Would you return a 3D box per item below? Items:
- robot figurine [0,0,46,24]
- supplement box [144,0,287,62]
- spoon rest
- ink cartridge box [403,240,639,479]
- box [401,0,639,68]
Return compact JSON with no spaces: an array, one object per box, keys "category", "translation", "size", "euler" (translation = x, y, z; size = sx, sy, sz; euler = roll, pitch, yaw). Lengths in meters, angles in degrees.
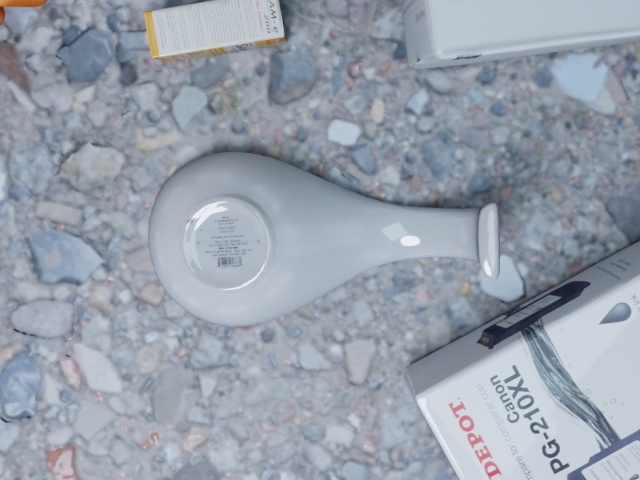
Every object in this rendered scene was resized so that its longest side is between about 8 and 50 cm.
[{"category":"robot figurine","translation":[-0.274,-0.259,0.755],"size":[0.128,0.158,0.219],"euler":[-27,97,-35]},{"category":"supplement box","translation":[-0.076,-0.158,0.798],"size":[0.098,0.062,0.036],"euler":[-9,96,2]},{"category":"spoon rest","translation":[0.000,0.000,0.818],"size":[0.276,0.084,0.137],"euler":[0,95,14]},{"category":"ink cartridge box","translation":[0.206,0.125,0.809],"size":[0.237,0.100,0.172],"euler":[-29,95,3]},{"category":"box","translation":[0.149,-0.188,0.734],"size":[0.181,0.181,0.119],"euler":[-7,97,1]}]
